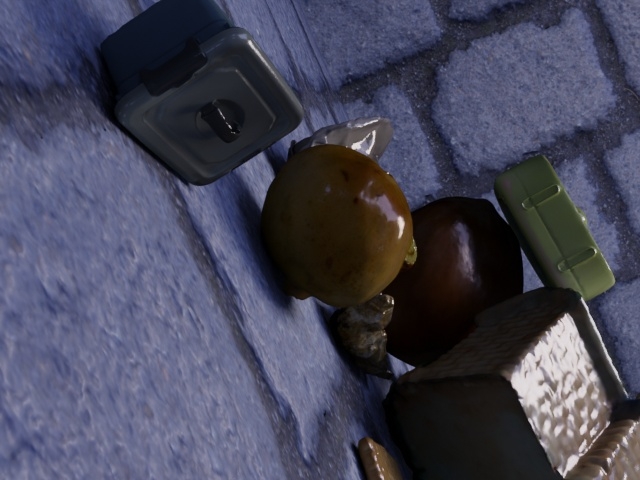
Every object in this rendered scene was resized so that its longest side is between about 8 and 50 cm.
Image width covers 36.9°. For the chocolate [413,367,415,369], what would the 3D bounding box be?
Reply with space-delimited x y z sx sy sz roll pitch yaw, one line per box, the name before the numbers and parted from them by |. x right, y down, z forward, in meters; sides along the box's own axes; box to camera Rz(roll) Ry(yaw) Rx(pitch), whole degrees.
chocolate | 0.231 0.317 2.058 0.110 0.110 0.248 69 12 10

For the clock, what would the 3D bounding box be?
clock | 0.453 -0.013 1.894 0.286 0.117 0.348 62 7 7

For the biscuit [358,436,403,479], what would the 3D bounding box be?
biscuit | 0.114 0.417 1.396 0.160 0.030 0.249 51 19 -58

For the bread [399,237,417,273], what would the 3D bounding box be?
bread | 0.065 0.025 1.584 0.132 0.172 0.103 -31 103 -73

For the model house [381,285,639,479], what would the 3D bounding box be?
model house | 0.405 0.333 1.716 0.400 0.395 0.445 -34 98 -37

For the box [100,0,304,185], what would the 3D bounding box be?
box | -0.128 -0.165 1.057 0.130 0.162 0.227 60 6 25

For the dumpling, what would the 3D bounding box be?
dumpling | 0.044 -0.126 1.771 0.293 0.205 0.163 67 15 -70

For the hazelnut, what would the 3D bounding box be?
hazelnut | 0.236 0.089 1.917 0.366 0.366 0.365 -23 90 -81

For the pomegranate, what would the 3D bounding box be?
pomegranate | 0.026 -0.019 1.368 0.233 0.233 0.233 -23 90 -81

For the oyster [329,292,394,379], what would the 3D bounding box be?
oyster | 0.070 0.153 1.634 0.232 0.107 0.161 93 -26 -67
